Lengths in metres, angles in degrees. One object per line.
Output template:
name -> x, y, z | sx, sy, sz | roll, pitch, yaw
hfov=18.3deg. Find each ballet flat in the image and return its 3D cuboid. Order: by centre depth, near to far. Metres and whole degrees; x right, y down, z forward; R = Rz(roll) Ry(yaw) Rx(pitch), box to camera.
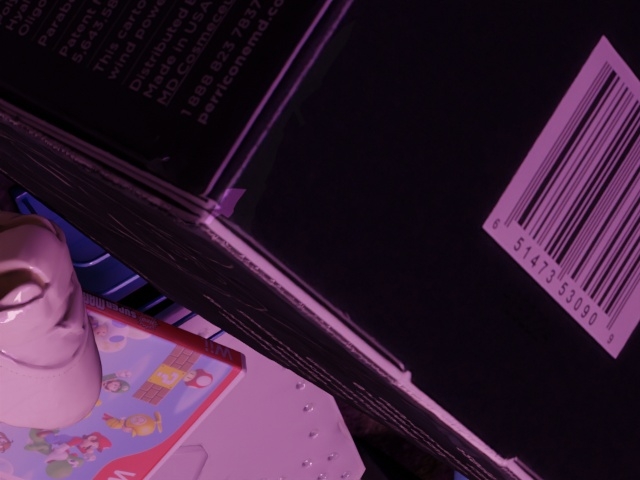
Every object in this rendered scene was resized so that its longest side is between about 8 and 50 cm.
ballet flat -> -0.252, 0.003, 1.307 | 0.139, 0.139, 0.400 | -45, 127, 5

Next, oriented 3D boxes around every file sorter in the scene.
file sorter -> -0.148, 0.014, 1.563 | 0.118, 0.104, 0.170 | -32, 142, -13

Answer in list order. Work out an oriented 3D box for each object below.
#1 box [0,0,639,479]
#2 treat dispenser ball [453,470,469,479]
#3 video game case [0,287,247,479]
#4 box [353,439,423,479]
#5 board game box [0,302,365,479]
box -> -0.011, -0.098, 1.181 | 0.297, 0.472, 0.480 | -57, 138, -8
treat dispenser ball -> 0.270, 0.236, 1.886 | 0.288, 0.288, 0.288 | -24, 140, -22
video game case -> -0.230, 0.107, 1.529 | 0.285, 0.025, 0.204 | 24, 126, -27
box -> 0.020, 0.457, 2.004 | 0.395, 0.293, 0.212 | -45, 144, 4
board game box -> -0.171, 0.212, 1.786 | 0.390, 0.050, 0.390 | -33, 143, -8
